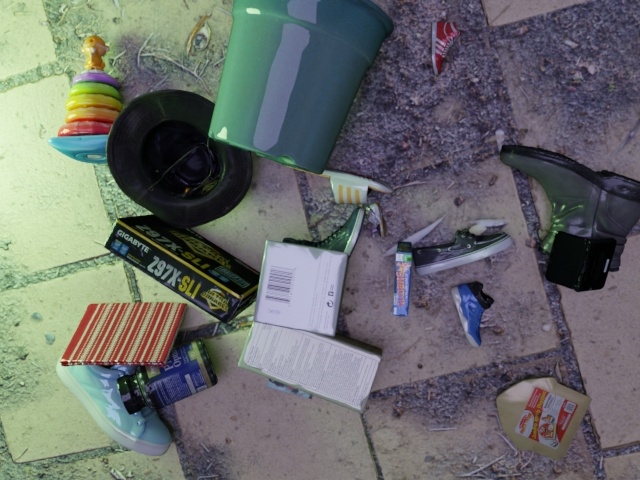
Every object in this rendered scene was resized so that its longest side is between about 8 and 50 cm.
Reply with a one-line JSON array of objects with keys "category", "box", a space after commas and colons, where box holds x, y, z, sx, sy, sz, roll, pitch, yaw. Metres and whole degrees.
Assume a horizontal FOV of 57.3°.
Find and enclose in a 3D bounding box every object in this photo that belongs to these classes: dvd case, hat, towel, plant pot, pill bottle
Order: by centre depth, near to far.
[{"category": "plant pot", "box": [-0.064, -0.331, 1.214, 0.340, 0.341, 0.334, 20, 94, 6]}, {"category": "hat", "box": [-0.322, -0.203, 1.382, 0.331, 0.134, 0.332, -2, 113, -5]}, {"category": "pill bottle", "box": [-0.370, 0.334, 1.421, 0.219, 0.123, 0.123, -21, 93, -15]}, {"category": "towel", "box": [-0.481, 0.230, 1.443, 0.274, 0.199, 0.031, -1, 132, 9]}, {"category": "dvd case", "box": [-0.070, 0.341, 1.468, 0.119, 0.013, 0.087, 14, 98, 5]}]

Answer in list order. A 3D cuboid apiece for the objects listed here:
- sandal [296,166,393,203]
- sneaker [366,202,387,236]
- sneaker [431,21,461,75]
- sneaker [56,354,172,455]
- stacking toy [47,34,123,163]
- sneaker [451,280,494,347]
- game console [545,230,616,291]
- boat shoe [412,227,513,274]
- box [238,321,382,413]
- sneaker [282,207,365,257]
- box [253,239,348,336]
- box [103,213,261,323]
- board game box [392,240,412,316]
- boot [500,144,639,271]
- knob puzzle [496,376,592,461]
[{"category": "sandal", "box": [0.039, -0.126, 1.364, 0.265, 0.102, 0.076, 15, 100, 15]}, {"category": "sneaker", "box": [0.132, -0.046, 1.390, 0.036, 0.032, 0.083, -15, 89, 24]}, {"category": "sneaker", "box": [0.282, -0.433, 1.316, 0.066, 0.042, 0.119, 0, 94, 12]}, {"category": "sneaker", "box": [-0.499, 0.382, 1.477, 0.366, 0.135, 0.150, 41, 103, 1]}, {"category": "stacking toy", "box": [-0.543, -0.346, 1.409, 0.175, 0.166, 0.302, -3, 85, 0]}, {"category": "sneaker", "box": [0.367, 0.169, 1.360, 0.084, 0.058, 0.152, -20, 86, 19]}, {"category": "game console", "box": [0.564, 0.042, 1.271, 0.107, 0.071, 0.122, -4, 115, -16]}, {"category": "boat shoe", "box": [0.320, 0.012, 1.346, 0.228, 0.080, 0.076, -18, 95, 18]}, {"category": "box", "box": [-0.021, 0.278, 1.391, 0.310, 0.121, 0.148, 21, 90, 6]}, {"category": "sneaker", "box": [-0.001, 0.001, 1.383, 0.163, 0.086, 0.226, 27, 101, 2]}, {"category": "box", "box": [-0.039, 0.102, 1.283, 0.181, 0.119, 0.181, 9, 89, 4]}, {"category": "box", "box": [-0.294, 0.053, 1.348, 0.321, 0.257, 0.079, 32, 100, 5]}, {"category": "board game box", "box": [0.183, 0.080, 1.306, 0.035, 0.201, 0.136, 4, 96, 8]}, {"category": "boot", "box": [0.527, -0.068, 1.289, 0.338, 0.118, 0.223, 23, 109, 13]}, {"category": "knob puzzle", "box": [0.506, 0.404, 1.379, 0.213, 0.030, 0.213, 1, 97, 8]}]
